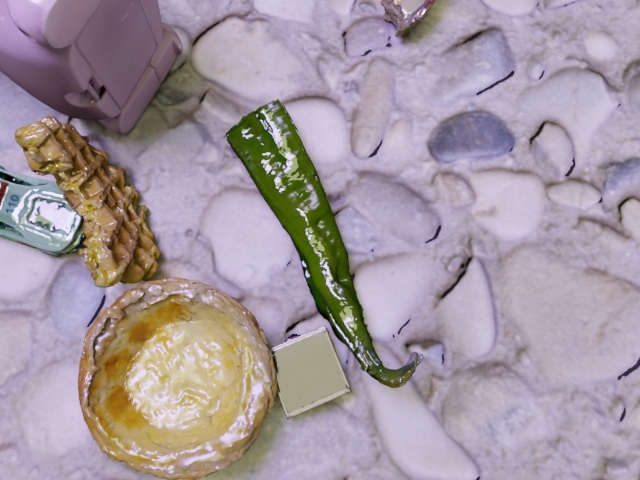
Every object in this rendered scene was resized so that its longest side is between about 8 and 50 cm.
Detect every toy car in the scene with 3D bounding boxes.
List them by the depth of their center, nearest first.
[{"bbox_3d":[-0.362,-0.039,0.616,0.186,0.058,0.094,16,81,2],"label":"toy car"}]

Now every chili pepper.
[{"bbox_3d":[0.000,0.001,0.602,0.084,0.076,0.359,-32,76,13],"label":"chili pepper"}]

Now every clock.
[{"bbox_3d":[-0.330,-0.278,0.528,0.325,0.342,0.184,32,75,-3],"label":"clock"}]

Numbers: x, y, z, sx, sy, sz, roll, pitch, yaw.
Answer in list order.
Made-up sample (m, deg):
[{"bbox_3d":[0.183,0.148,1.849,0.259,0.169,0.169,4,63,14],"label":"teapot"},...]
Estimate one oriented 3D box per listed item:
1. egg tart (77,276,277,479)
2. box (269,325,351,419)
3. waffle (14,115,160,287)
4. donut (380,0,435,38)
[{"bbox_3d":[-0.151,0.143,0.566,0.212,0.090,0.213,0,82,0],"label":"egg tart"},{"bbox_3d":[-0.016,0.144,0.593,0.079,0.035,0.083,-23,81,-4],"label":"box"},{"bbox_3d":[-0.247,-0.038,0.573,0.051,0.149,0.194,-27,81,12],"label":"waffle"},{"bbox_3d":[0.092,-0.346,0.671,0.108,0.065,0.166,-39,80,-2],"label":"donut"}]
